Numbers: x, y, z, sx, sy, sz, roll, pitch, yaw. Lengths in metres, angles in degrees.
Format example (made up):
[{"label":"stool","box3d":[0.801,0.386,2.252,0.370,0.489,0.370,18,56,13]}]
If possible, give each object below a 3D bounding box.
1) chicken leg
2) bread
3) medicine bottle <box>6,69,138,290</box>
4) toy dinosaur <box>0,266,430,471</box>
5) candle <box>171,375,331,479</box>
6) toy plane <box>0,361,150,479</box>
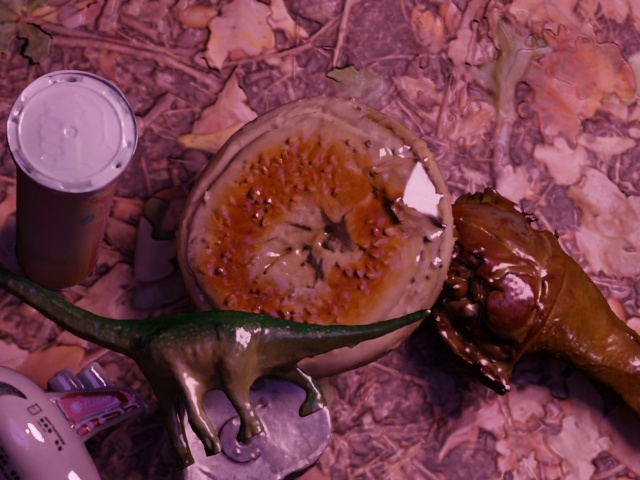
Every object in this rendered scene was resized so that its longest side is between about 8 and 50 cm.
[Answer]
[{"label":"chicken leg","box3d":[0.249,0.098,1.638,0.361,0.140,0.211,42,64,5]},{"label":"bread","box3d":[0.000,0.000,1.583,0.305,0.159,0.305,-1,85,12]},{"label":"medicine bottle","box3d":[-0.246,-0.043,1.427,0.108,0.426,0.108,3,77,-11]},{"label":"toy dinosaur","box3d":[-0.139,0.067,1.487,0.447,0.087,0.301,-25,81,1]},{"label":"candle","box3d":[-0.090,0.209,1.581,0.168,0.068,0.192,44,68,3]},{"label":"toy plane","box3d":[-0.284,0.233,1.513,0.252,0.118,0.252,3,72,-10]}]
